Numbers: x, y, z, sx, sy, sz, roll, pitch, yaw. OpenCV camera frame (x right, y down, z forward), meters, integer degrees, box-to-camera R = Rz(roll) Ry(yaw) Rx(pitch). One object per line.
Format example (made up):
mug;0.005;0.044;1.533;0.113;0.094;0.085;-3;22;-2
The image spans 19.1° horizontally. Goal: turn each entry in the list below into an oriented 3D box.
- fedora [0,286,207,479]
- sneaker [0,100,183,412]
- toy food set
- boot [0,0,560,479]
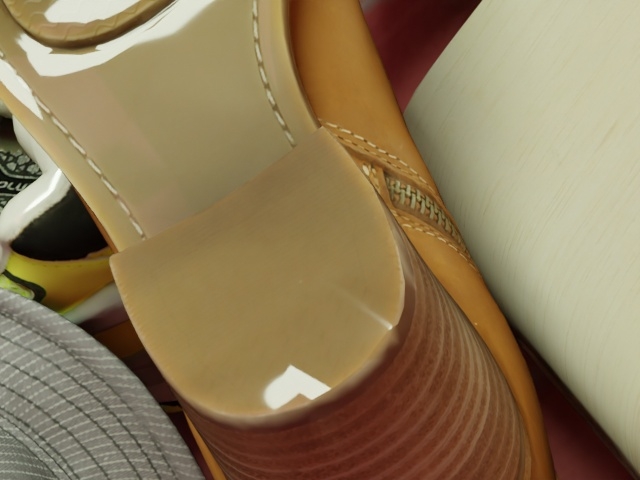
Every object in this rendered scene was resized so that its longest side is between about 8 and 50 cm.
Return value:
fedora;-0.168;0.144;0.581;0.275;0.243;0.124;-16;28;10
sneaker;-0.198;-0.039;0.685;0.385;0.147;0.145;6;74;21
toy food set;0.168;-0.058;0.507;0.306;0.092;0.219;-52;39;12
boot;0.000;0.000;0.542;0.109;0.220;0.283;-30;50;1
